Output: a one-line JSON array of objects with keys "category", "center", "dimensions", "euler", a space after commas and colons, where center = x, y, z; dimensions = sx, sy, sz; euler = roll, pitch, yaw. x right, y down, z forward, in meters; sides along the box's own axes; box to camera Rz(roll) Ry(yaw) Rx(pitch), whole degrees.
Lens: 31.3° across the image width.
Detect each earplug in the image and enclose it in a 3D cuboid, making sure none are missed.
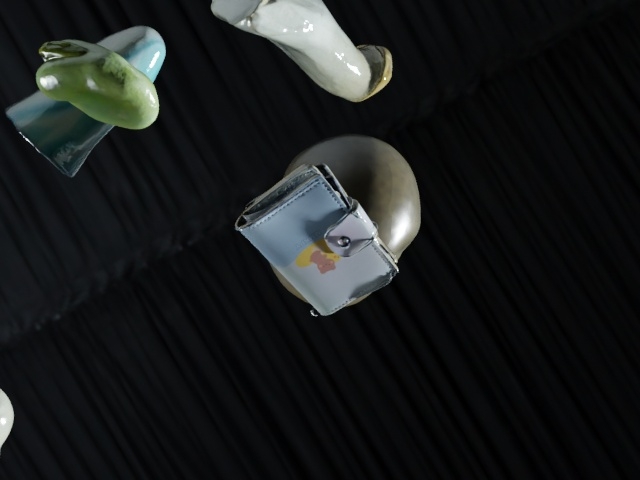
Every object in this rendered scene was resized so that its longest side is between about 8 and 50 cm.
[{"category": "earplug", "center": [-0.439, -0.299, 2.250], "dimensions": [0.324, 0.185, 0.185], "euler": [-43, 180, 1]}]

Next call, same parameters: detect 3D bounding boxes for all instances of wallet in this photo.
[{"category": "wallet", "center": [0.000, 0.000, 1.713], "dimensions": [0.170, 0.231, 0.069], "euler": [-32, -146, 12]}]

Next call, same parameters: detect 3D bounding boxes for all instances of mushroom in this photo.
[{"category": "mushroom", "center": [-0.019, -0.291, 1.664], "dimensions": [0.122, 0.159, 0.328], "euler": [-30, 144, 30]}]

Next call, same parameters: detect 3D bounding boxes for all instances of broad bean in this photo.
[{"category": "broad bean", "center": [-0.386, -0.275, 1.987], "dimensions": [0.169, 0.228, 0.100], "euler": [-25, -140, 52]}]

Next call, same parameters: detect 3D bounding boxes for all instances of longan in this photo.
[{"category": "longan", "center": [0.045, -0.039, 2.233], "dimensions": [0.350, 0.288, 0.288], "euler": [-61, -177, -4]}]

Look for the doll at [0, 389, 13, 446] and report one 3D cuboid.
[{"category": "doll", "center": [-0.663, 0.345, 1.952], "dimensions": [0.215, 0.226, 0.370], "euler": [-58, -176, 4]}]
